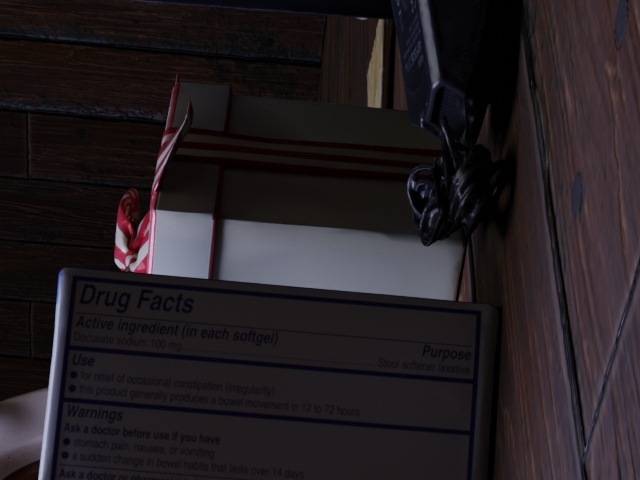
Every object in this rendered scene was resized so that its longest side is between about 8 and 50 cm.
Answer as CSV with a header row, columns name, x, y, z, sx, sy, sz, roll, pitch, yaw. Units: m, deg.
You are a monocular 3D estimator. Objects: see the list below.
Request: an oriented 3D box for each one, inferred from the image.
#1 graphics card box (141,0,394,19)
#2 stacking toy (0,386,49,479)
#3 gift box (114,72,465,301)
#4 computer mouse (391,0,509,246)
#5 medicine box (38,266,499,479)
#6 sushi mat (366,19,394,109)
name,x,y,z,sx,sy,sz,roll,pitch,yaw
graphics card box,-0.070,-0.260,1.380,0.233,0.371,0.094,-89,5,-68
stacking toy,-0.208,0.398,1.617,0.350,0.350,0.480,-95,-8,-73
gift box,-0.034,0.008,1.307,0.255,0.258,0.276,-93,7,-66
computer mouse,0.090,-0.136,1.089,0.188,0.072,0.272,148,115,-84
medicine box,-0.039,0.174,1.036,0.149,0.263,0.289,112,163,-79
sushi mat,0.063,-0.097,1.912,0.151,0.019,0.316,103,171,-61
